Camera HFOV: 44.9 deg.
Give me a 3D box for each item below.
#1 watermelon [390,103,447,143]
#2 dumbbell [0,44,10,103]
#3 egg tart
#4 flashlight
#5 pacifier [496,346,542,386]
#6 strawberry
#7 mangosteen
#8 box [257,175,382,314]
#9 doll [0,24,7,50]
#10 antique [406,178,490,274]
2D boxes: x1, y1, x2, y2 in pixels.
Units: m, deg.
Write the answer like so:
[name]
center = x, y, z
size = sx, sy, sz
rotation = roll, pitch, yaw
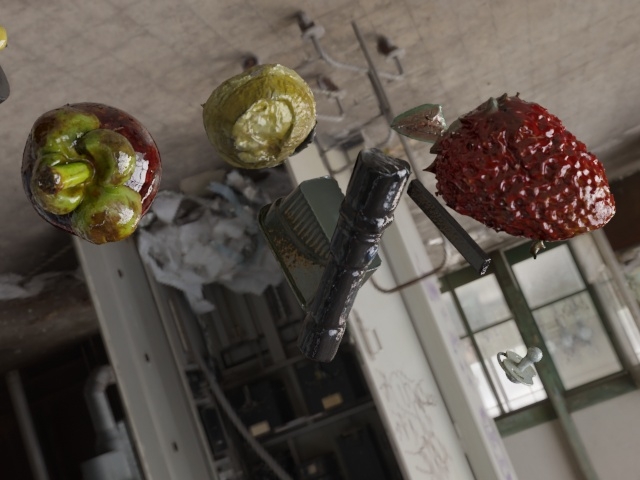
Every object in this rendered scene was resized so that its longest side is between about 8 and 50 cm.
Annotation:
[watermelon]
center = 0.246, -0.281, 1.858
size = 0.155, 0.101, 0.080
rotation = 2, -179, 10
[dumbbell]
center = -0.737, -0.263, 1.415
size = 0.388, 0.185, 0.185
rotation = -30, 167, 6
[egg tart]
center = -0.117, -0.245, 1.591
size = 0.252, 0.098, 0.232
rotation = 0, 117, -19
[flashlight]
center = 0.050, 0.040, 1.375
size = 0.103, 0.103, 0.424
rotation = -9, 128, -44
[pacifier]
center = 0.310, 0.185, 1.191
size = 0.064, 0.068, 0.083
rotation = -51, 171, 24
[strawberry]
center = 0.390, -0.117, 1.535
size = 0.292, 0.343, 0.292
rotation = -33, 163, -12
[mangosteen]
center = -0.238, -0.080, 0.816
size = 0.146, 0.156, 0.181
rotation = -55, -175, -18
[box]
center = 0.000, 0.000, 1.599
size = 0.138, 0.274, 0.178
rotation = -17, 161, -37
[doll]
center = -0.389, -0.160, 0.745
size = 0.179, 0.089, 0.102
rotation = -23, 161, 22
[antique]
center = 0.196, -0.025, 1.200
size = 0.015, 0.192, 0.031
rotation = -16, 143, -32
